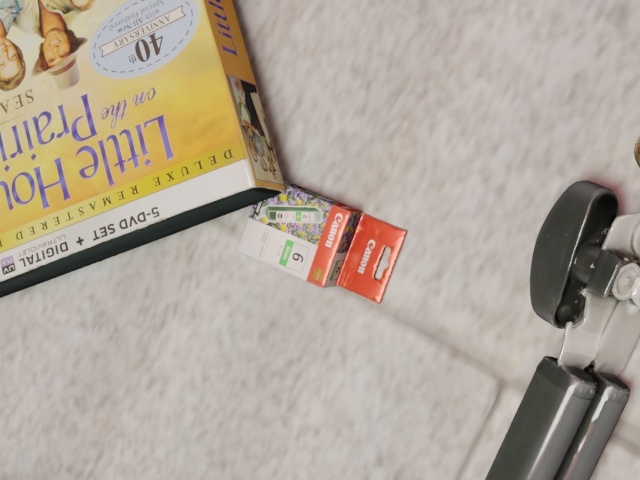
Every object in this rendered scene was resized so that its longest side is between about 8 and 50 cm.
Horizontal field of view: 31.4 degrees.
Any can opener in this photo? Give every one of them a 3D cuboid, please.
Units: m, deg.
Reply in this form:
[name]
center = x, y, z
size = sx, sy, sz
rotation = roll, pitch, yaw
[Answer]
[can opener]
center = 0.166, 0.102, 0.787
size = 0.093, 0.074, 0.280
rotation = 29, 102, 52

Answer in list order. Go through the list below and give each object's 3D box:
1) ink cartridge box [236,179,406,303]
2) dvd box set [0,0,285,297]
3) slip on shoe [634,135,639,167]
[ink cartridge box]
center = 0.000, 0.000, 0.856
size = 0.115, 0.029, 0.063
rotation = 23, 99, 20
[dvd box set]
center = -0.225, -0.187, 0.903
size = 0.307, 0.062, 0.420
rotation = -19, 81, 21
[slip on shoe]
center = 0.259, -0.096, 0.750
size = 0.135, 0.041, 0.051
rotation = -46, 77, 16
